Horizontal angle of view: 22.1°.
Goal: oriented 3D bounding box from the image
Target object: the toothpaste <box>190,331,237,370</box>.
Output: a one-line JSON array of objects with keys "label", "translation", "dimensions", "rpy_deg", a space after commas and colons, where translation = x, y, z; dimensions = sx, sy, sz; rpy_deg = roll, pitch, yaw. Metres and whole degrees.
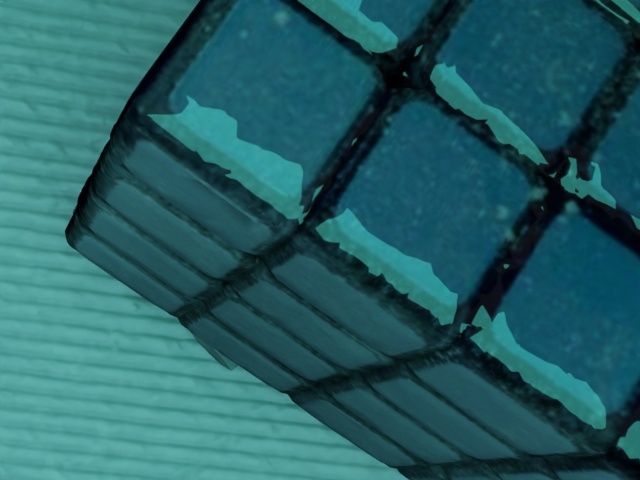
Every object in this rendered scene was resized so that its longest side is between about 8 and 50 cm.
[{"label": "toothpaste", "translation": [0.000, 0.000, 1.020], "dimensions": [0.067, 0.043, 0.194], "rpy_deg": [46, 78, -6]}]

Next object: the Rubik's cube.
[{"label": "Rubik's cube", "translation": [0.104, -0.062, 0.860], "dimensions": [0.344, 0.344, 0.337], "rpy_deg": [34, 75, -7]}]
